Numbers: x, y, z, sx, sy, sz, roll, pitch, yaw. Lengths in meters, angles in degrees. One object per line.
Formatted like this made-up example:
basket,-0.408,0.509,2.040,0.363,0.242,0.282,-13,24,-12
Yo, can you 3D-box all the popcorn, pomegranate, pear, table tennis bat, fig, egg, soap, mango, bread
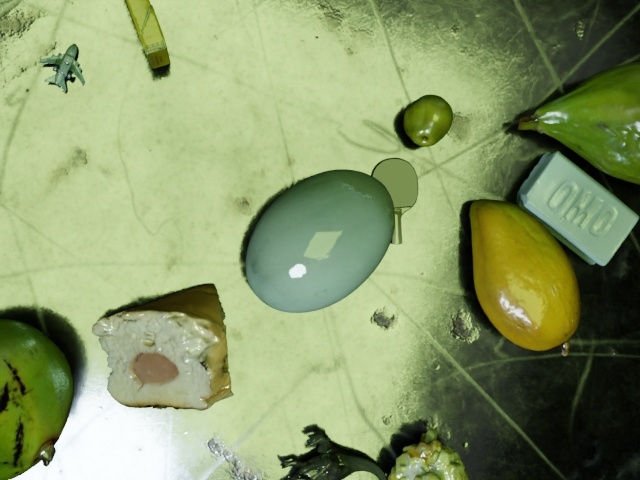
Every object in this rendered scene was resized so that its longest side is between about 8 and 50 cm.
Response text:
popcorn,0.192,0.424,1.629,0.141,0.162,0.135,-43,133,17
pomegranate,-0.545,0.228,1.459,0.341,0.260,0.260,41,86,-4
pear,0.189,-0.215,1.626,0.092,0.092,0.097,26,46,-8
table tennis bat,0.134,-0.071,1.655,0.087,0.013,0.156,-2,91,-9
fig,0.537,-0.205,1.596,0.314,0.233,0.233,9,90,-20
egg,0.000,0.000,1.541,0.283,0.203,0.203,-40,96,-1
soap,0.462,-0.058,1.675,0.198,0.066,0.119,37,85,-7
mango,0.359,0.065,1.644,0.177,0.119,0.316,-23,86,-3
bread,-0.248,0.191,1.508,0.224,0.211,0.183,-13,100,-13

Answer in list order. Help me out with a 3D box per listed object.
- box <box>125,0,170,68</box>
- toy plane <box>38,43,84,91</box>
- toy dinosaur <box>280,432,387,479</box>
box,-0.315,-0.428,1.511,0.041,0.153,0.279,-22,94,-7
toy plane,-0.431,-0.296,1.558,0.080,0.033,0.083,25,88,-19
toy dinosaur,0.013,0.428,1.650,0.187,0.087,0.179,-29,132,9
